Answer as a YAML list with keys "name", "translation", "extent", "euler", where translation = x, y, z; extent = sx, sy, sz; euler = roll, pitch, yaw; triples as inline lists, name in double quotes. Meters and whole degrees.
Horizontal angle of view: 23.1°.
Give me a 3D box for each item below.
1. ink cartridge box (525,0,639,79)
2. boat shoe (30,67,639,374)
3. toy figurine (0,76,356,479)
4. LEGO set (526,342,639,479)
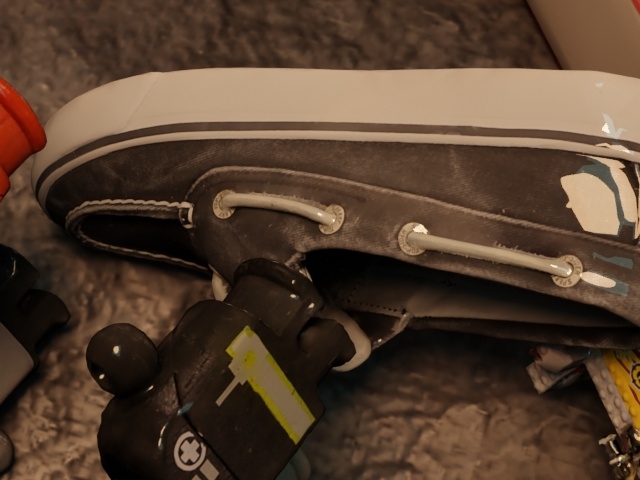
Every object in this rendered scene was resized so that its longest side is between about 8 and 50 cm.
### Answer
- name: "ink cartridge box"
  translation: [0.227, -0.206, 0.717]
  extent: [0.306, 0.131, 0.226]
  euler: [-22, 76, -10]
- name: "boat shoe"
  translation: [0.000, 0.000, 0.610]
  extent: [0.301, 0.108, 0.102]
  euler: [2, 68, 30]
- name: "toy figurine"
  translation: [-0.109, 0.069, 0.578]
  extent: [0.213, 0.209, 0.148]
  euler: [33, 62, 10]
- name: "LEGO set"
  translation: [0.218, 0.100, 0.548]
  extent: [0.192, 0.255, 0.331]
  euler: [-13, 78, -29]
